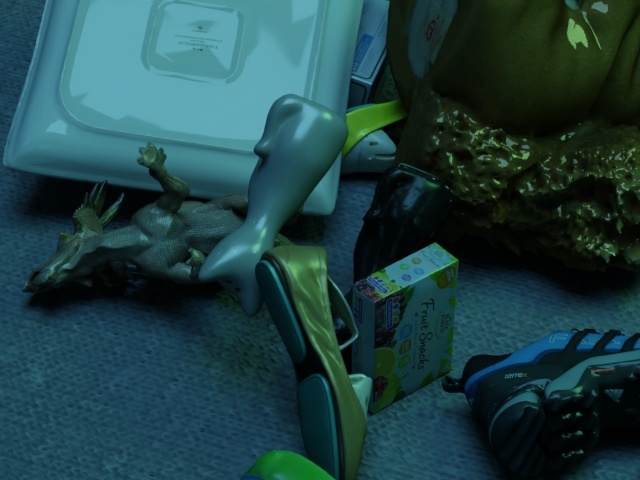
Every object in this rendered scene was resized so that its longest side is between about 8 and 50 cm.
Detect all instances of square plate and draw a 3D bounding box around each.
[{"bbox_3d":[-0.135,-0.203,1.924,0.347,0.049,0.344,9,61,0],"label":"square plate"}]

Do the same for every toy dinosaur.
[{"bbox_3d":[-0.133,-0.001,1.805,0.296,0.200,0.127,9,75,-25],"label":"toy dinosaur"}]

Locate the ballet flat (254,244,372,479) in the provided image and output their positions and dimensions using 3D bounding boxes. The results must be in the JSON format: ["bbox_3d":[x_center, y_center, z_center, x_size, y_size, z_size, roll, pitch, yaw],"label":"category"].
[{"bbox_3d":[0.009,0.111,1.620,0.073,0.080,0.232,-14,84,-26],"label":"ballet flat"}]

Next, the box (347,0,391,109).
[{"bbox_3d":[-0.062,-0.237,2.053,0.290,0.087,0.169,21,44,6],"label":"box"}]

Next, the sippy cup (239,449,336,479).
[{"bbox_3d":[-0.054,0.314,1.359,0.224,0.305,0.240,-33,94,-21],"label":"sippy cup"}]

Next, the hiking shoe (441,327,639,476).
[{"bbox_3d":[0.275,0.116,1.669,0.304,0.113,0.132,-10,34,-20],"label":"hiking shoe"}]

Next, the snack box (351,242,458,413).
[{"bbox_3d":[0.078,0.082,1.679,0.100,0.141,0.037,-27,47,-29],"label":"snack box"}]

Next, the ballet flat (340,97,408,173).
[{"bbox_3d":[0.080,-0.115,1.970,0.231,0.077,0.077,-22,59,-27],"label":"ballet flat"}]

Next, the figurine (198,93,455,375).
[{"bbox_3d":[0.000,0.000,1.715,0.215,0.092,0.209,32,70,-22],"label":"figurine"}]

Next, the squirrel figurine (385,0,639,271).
[{"bbox_3d":[0.278,-0.143,1.894,0.370,0.281,0.397,13,72,-19],"label":"squirrel figurine"}]
